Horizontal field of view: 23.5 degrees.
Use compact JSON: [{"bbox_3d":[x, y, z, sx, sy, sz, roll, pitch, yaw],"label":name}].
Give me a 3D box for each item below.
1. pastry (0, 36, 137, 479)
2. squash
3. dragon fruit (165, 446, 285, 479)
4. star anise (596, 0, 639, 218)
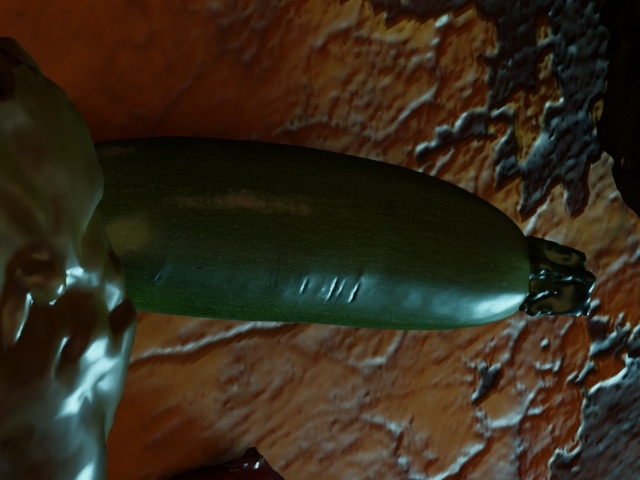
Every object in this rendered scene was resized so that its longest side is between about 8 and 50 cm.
[{"bbox_3d":[-0.178,0.075,0.398,0.255,0.162,0.311,1,102,-40],"label":"pastry"},{"bbox_3d":[0.000,0.000,0.572,0.252,0.066,0.066,7,101,-39],"label":"squash"},{"bbox_3d":[-0.022,0.167,0.587,0.153,0.111,0.153,-16,116,-37],"label":"dragon fruit"},{"bbox_3d":[0.171,-0.101,0.647,0.223,0.109,0.236,42,62,-62],"label":"star anise"}]
